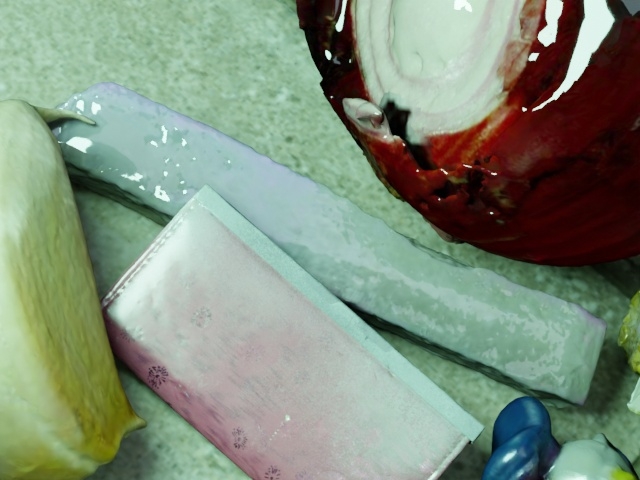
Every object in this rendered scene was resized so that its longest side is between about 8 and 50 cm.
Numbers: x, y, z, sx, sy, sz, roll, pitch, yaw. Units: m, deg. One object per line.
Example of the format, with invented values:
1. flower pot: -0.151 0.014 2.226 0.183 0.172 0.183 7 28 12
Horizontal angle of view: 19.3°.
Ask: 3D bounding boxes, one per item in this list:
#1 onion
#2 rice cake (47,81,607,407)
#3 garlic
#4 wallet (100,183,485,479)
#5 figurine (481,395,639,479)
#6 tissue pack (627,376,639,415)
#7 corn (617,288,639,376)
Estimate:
1. onion: 0.158 -0.135 1.226 0.341 0.341 0.341 8 58 -13
2. rice cake: 0.000 0.001 1.226 0.399 0.064 0.070 26 77 -2
3. garlic: -0.190 0.026 1.104 0.164 0.145 0.245 3 69 -34
4. wallet: -0.024 0.084 1.163 0.232 0.025 0.119 41 80 4
5. figurine: 0.204 0.212 1.099 0.283 0.204 0.338 -29 57 -3
6. tissue pack: 0.285 0.089 1.169 0.148 0.099 0.106 22 90 -3
7. corn: 0.359 0.086 1.272 0.310 0.101 0.101 16 56 -8
